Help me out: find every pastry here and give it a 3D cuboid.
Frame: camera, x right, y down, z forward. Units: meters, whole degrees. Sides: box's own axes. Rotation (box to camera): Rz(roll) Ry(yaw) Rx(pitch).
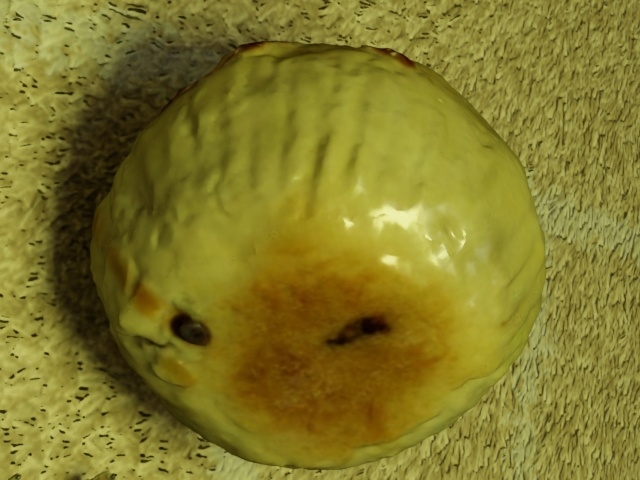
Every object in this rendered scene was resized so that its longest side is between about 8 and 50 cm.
[{"bbox_3d":[0.000,0.000,1.231,0.388,0.389,0.312,57,22,-29],"label":"pastry"}]

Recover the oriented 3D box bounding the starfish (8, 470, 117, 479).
[{"bbox_3d":[-0.229,0.305,1.199,0.236,0.062,0.277,-22,114,-45],"label":"starfish"}]
